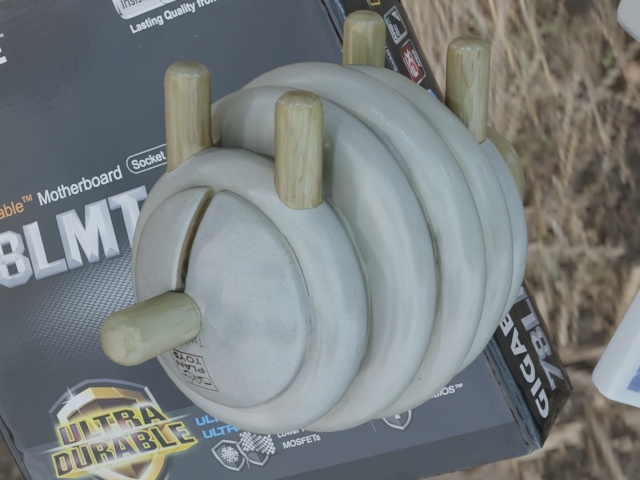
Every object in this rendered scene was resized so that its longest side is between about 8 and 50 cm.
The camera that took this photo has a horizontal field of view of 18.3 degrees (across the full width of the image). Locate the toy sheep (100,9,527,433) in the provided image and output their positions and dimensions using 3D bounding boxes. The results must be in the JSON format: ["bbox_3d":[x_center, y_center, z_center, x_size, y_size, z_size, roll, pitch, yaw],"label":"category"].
[{"bbox_3d":[0.000,0.000,0.443,0.132,0.091,0.091,-19,137,-42],"label":"toy sheep"}]

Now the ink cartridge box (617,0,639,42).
[{"bbox_3d":[0.218,-0.064,0.359,0.131,0.306,0.226,12,113,-30],"label":"ink cartridge box"}]

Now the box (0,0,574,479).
[{"bbox_3d":[-0.065,-0.005,0.979,0.296,0.073,0.293,-16,108,30],"label":"box"}]

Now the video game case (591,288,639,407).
[{"bbox_3d":[0.245,0.007,0.934,0.183,0.023,0.201,18,109,-30],"label":"video game case"}]
